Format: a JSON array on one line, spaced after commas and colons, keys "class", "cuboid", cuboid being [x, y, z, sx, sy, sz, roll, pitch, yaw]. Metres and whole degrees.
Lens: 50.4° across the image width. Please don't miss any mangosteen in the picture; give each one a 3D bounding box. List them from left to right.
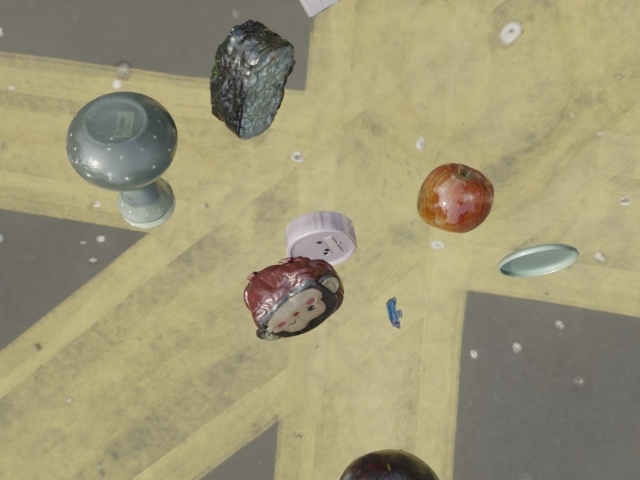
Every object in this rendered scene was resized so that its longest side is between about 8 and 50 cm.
[{"class": "mangosteen", "cuboid": [0.185, 0.738, 1.826, 0.305, 0.360, 0.306, 3, 126, 4]}]

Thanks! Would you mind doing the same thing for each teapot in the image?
[{"class": "teapot", "cuboid": [-0.325, -0.129, 1.184, 0.183, 0.251, 0.184, 0, 61, 0]}]

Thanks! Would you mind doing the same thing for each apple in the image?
[{"class": "apple", "cuboid": [0.265, -0.081, 1.348, 0.146, 0.146, 0.131, 25, 115, 6]}]

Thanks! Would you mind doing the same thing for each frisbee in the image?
[{"class": "frisbee", "cuboid": [0.302, 0.027, 0.947, 0.110, 0.110, 0.014, -9, 67, 8]}]

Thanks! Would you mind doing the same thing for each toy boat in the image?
[{"class": "toy boat", "cuboid": [0.193, 0.186, 1.741, 0.038, 0.038, 0.083, -11, 82, 8]}]

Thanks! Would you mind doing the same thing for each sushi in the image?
[{"class": "sushi", "cuboid": [-0.142, -0.313, 1.324, 0.127, 0.124, 0.225, 44, 137, 20]}]

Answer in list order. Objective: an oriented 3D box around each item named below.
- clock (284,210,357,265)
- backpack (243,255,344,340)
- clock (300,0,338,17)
[{"class": "clock", "cuboid": [0.000, 0.000, 1.880, 0.196, 0.197, 0.068, -13, 58, 8]}, {"class": "backpack", "cuboid": [-0.048, 0.125, 1.493, 0.229, 0.229, 0.139, -33, 56, 7]}, {"class": "clock", "cuboid": [0.039, -0.693, 1.844, 0.197, 0.150, 0.063, -27, 116, 15]}]
